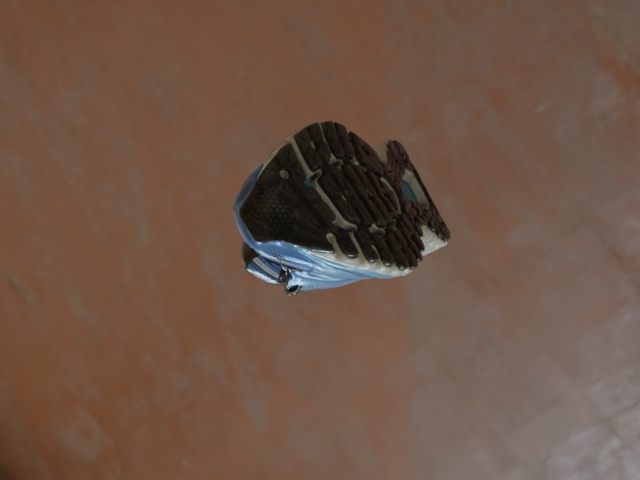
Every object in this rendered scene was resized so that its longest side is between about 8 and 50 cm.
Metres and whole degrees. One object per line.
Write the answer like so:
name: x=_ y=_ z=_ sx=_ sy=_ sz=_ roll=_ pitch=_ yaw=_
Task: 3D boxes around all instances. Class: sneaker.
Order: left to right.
sneaker: x=0.000 y=0.000 z=0.597 sx=0.073 sy=0.162 sz=0.063 roll=-30 pitch=80 yaw=15
